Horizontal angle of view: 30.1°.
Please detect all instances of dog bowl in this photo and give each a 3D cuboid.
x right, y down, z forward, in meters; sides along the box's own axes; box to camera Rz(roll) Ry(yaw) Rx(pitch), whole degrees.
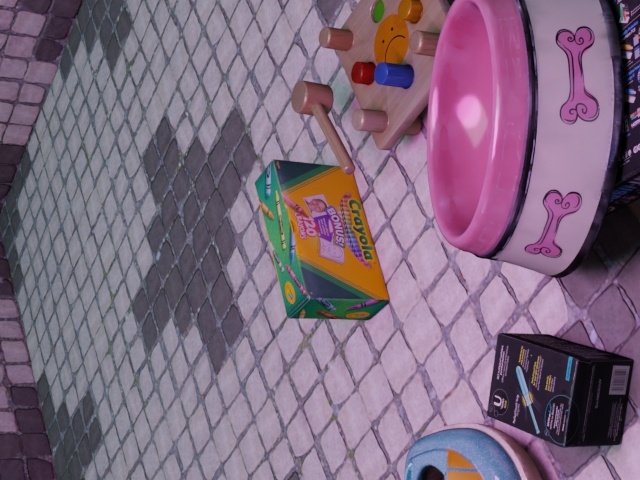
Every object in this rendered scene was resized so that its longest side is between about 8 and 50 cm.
[{"bbox_3d":[0.250,-0.157,1.568,0.408,0.150,0.408,-179,90,-80],"label":"dog bowl"}]

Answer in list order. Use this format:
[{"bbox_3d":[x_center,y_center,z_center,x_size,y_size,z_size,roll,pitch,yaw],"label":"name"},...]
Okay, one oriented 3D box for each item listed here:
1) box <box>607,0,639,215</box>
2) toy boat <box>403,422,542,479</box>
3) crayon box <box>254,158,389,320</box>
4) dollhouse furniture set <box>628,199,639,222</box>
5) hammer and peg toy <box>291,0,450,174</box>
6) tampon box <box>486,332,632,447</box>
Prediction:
[{"bbox_3d":[0.376,-0.202,1.479,0.295,0.073,0.293,131,141,-73],"label":"box"},{"bbox_3d":[0.207,0.423,1.707,0.267,0.148,0.318,-19,70,55],"label":"toy boat"},{"bbox_3d":[0.000,0.000,2.063,0.081,0.165,0.278,-46,50,45],"label":"crayon box"},{"bbox_3d":[0.445,-0.078,1.504,0.076,0.058,0.152,60,154,31],"label":"dollhouse furniture set"},{"bbox_3d":[0.103,-0.282,1.969,0.361,0.127,0.266,-52,48,42],"label":"hammer and peg toy"},{"bbox_3d":[0.318,0.199,1.599,0.161,0.101,0.120,16,99,58],"label":"tampon box"}]
